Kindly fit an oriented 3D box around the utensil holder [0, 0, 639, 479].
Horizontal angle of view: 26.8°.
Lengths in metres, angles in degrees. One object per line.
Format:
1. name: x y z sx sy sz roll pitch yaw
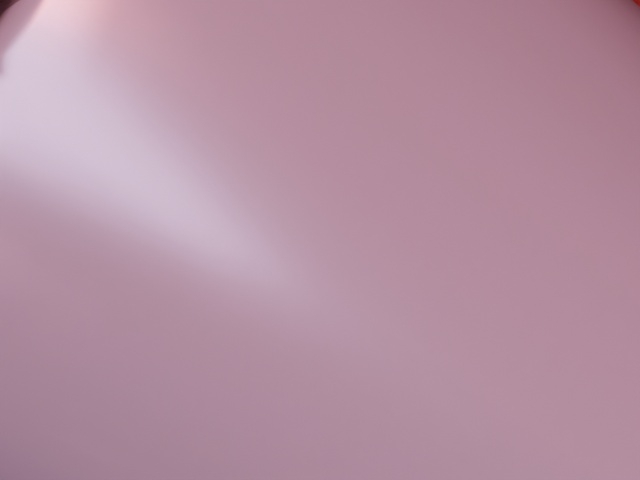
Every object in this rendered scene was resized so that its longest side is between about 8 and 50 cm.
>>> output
1. utensil holder: 0.000 0.000 0.545 0.385 0.327 0.327 36 101 -30
